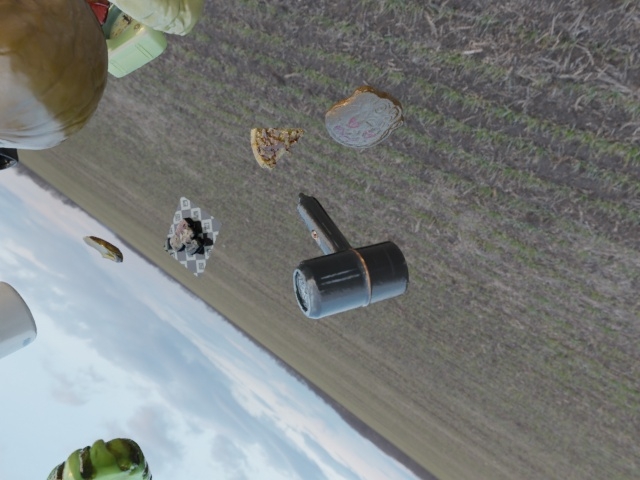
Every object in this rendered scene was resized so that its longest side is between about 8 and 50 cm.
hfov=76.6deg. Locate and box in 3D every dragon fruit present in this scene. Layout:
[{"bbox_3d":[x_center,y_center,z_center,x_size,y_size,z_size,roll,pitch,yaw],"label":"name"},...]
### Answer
[{"bbox_3d":[-0.679,-0.652,1.140,0.127,0.160,0.121,8,148,-46],"label":"dragon fruit"}]

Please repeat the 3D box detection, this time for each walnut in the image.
[{"bbox_3d":[-0.314,-0.190,0.419,0.168,0.207,0.167,-4,151,-2],"label":"walnut"}]

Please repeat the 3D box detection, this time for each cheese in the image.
[{"bbox_3d":[-0.344,-0.538,0.839,0.117,0.225,0.214,-21,164,39],"label":"cheese"}]

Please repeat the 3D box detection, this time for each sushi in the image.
[{"bbox_3d":[-0.481,-0.012,1.453,0.220,0.231,0.047,33,-162,23],"label":"sushi"}]

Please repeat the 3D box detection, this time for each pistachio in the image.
[{"bbox_3d":[-0.804,0.029,1.519,0.173,0.049,0.089,31,139,4],"label":"pistachio"}]

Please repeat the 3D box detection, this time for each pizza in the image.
[{"bbox_3d":[-0.143,-0.330,1.349,0.069,0.194,0.154,8,-115,-68],"label":"pizza"}]

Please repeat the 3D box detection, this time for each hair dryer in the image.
[{"bbox_3d":[0.000,0.000,0.802,0.352,0.189,0.107,-125,30,-47],"label":"hair dryer"}]

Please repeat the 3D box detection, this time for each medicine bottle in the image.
[{"bbox_3d":[-0.645,0.178,0.695,0.139,0.237,0.139,15,120,27],"label":"medicine bottle"}]

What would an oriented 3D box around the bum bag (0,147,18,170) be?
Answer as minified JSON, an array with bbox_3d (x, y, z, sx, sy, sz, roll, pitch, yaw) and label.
[{"bbox_3d":[-0.855,-0.183,0.901,0.137,0.310,0.074,55,139,3],"label":"bum bag"}]

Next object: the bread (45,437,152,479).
[{"bbox_3d":[-0.271,0.297,0.482,0.071,0.130,0.139,37,129,40],"label":"bread"}]

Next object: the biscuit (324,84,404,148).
[{"bbox_3d":[0.154,-0.409,1.400,0.257,0.049,0.273,-26,153,36],"label":"biscuit"}]

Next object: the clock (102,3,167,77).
[{"bbox_3d":[-0.592,-0.686,1.285,0.235,0.307,0.096,-17,154,22],"label":"clock"}]
